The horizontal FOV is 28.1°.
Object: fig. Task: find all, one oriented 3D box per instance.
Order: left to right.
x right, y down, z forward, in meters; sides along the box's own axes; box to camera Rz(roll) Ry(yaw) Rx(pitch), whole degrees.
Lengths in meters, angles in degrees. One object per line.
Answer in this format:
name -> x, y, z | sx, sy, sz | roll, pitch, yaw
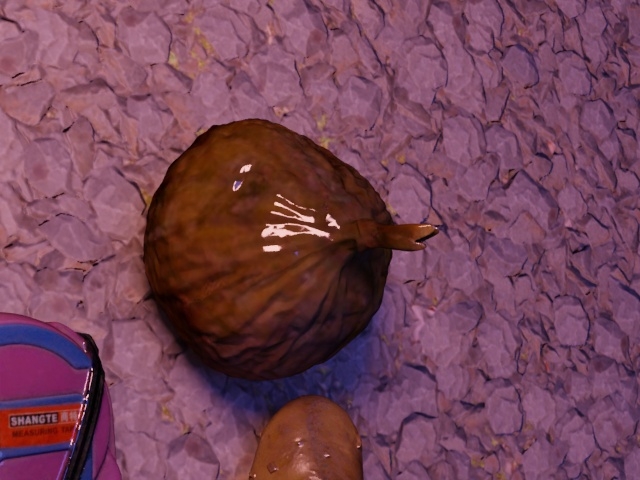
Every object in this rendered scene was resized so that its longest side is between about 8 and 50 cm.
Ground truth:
fig -> 0.000, 0.000, 1.331 | 0.286, 0.368, 0.286 | 7, 79, -43

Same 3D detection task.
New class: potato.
potato -> -0.012, 0.261, 1.402 | 0.137, 0.137, 0.176 | 27, 43, -27

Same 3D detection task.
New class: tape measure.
tape measure -> -0.311, 0.190, 1.203 | 0.231, 0.149, 0.245 | 0, 86, -38
